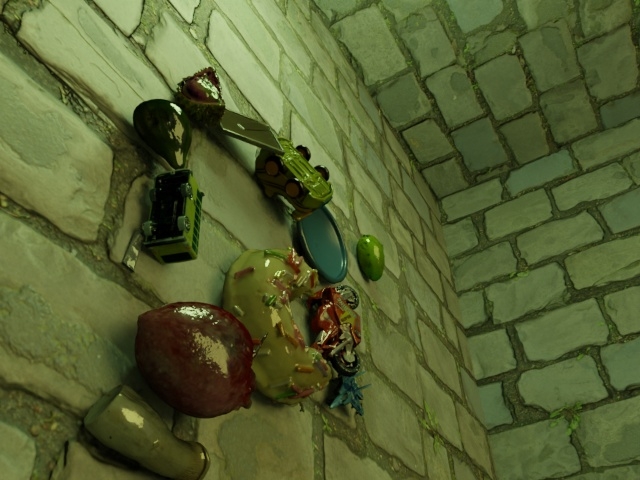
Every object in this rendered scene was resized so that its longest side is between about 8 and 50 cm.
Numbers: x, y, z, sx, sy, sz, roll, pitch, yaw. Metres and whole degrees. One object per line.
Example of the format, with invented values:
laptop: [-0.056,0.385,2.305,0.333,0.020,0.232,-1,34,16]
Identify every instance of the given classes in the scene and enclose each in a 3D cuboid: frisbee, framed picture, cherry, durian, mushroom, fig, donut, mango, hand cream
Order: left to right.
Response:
hand cream: [-0.342,0.016,1.043,0.030,0.019,0.093,51,34,-39]
mushroom: [-0.254,0.310,0.869,0.081,0.092,0.223,-50,121,-16]
fig: [-0.312,-0.213,1.178,0.177,0.117,0.117,57,18,17]
cherry: [-0.212,0.189,0.953,0.249,0.175,0.192,45,45,-38]
durian: [-0.307,-0.349,1.400,0.108,0.119,0.186,0,50,-26]
framed picture: [-0.200,-0.301,1.524,0.203,0.015,0.150,14,33,-40]
donut: [-0.094,0.172,1.278,0.307,0.150,0.371,40,35,-49]
frisbee: [-0.004,0.003,1.782,0.289,0.049,0.289,43,35,-42]
mango: [0.192,0.064,2.112,0.119,0.100,0.178,5,72,-68]

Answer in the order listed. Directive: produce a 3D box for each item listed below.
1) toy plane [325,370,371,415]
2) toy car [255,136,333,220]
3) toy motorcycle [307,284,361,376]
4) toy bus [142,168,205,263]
toy plane: [0.061,0.408,1.511,0.246,0.078,0.169,-15,83,-63]
toy car: [-0.087,-0.174,1.638,0.248,0.142,0.200,48,31,7]
toy motorcycle: [0.037,0.233,1.560,0.171,0.089,0.298,25,42,-22]
toy bus: [-0.285,-0.048,1.116,0.101,0.088,0.175,71,13,-54]
